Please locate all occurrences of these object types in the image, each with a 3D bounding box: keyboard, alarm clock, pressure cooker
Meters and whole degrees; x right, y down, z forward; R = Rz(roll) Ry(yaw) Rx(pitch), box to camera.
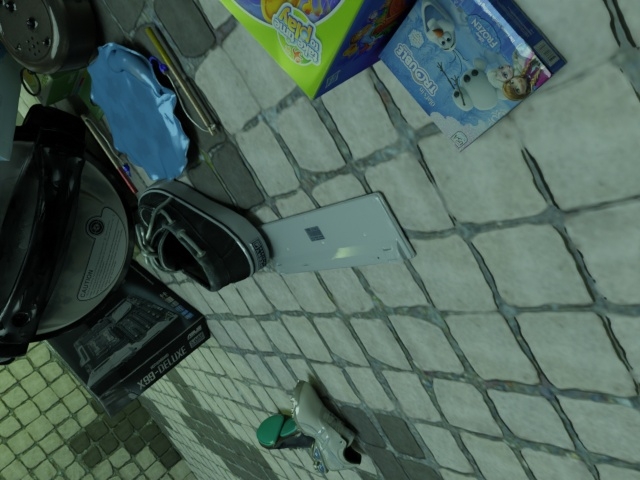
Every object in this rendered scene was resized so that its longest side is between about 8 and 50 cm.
[{"bbox_3d":[0.000,0.000,0.594,0.256,0.014,0.072,-11,108,56],"label":"keyboard"},{"bbox_3d":[-0.361,-0.264,0.686,0.129,0.064,0.192,39,129,4],"label":"alarm clock"},{"bbox_3d":[-0.540,-0.013,0.938,0.420,0.375,0.370,11,128,48],"label":"pressure cooker"}]

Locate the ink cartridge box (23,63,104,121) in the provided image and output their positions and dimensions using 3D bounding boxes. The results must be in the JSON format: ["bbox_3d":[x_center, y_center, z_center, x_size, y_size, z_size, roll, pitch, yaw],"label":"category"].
[{"bbox_3d":[-0.407,-0.270,0.795,0.109,0.062,0.209,-14,111,56],"label":"ink cartridge box"}]

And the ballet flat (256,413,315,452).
[{"bbox_3d":[-0.053,0.357,0.983,0.074,0.074,0.203,52,143,-1],"label":"ballet flat"}]

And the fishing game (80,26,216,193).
[{"bbox_3d":[-0.234,-0.166,0.701,0.264,0.041,0.189,-24,103,50],"label":"fishing game"}]

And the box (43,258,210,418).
[{"bbox_3d":[-0.419,0.176,1.105,0.307,0.242,0.077,30,144,32],"label":"box"}]

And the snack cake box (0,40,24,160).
[{"bbox_3d":[-0.558,-0.196,0.726,0.264,0.152,0.089,2,169,4],"label":"snack cake box"}]

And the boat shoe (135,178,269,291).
[{"bbox_3d":[-0.200,-0.002,0.755,0.306,0.105,0.113,26,140,41],"label":"boat shoe"}]

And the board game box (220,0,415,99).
[{"bbox_3d":[-0.056,-0.287,0.298,0.347,0.078,0.233,48,149,5],"label":"board game box"}]

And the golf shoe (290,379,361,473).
[{"bbox_3d":[0.013,0.292,0.852,0.085,0.069,0.176,-10,116,27],"label":"golf shoe"}]

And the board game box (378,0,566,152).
[{"bbox_3d":[0.090,-0.115,0.342,0.090,0.020,0.090,50,151,2],"label":"board game box"}]
